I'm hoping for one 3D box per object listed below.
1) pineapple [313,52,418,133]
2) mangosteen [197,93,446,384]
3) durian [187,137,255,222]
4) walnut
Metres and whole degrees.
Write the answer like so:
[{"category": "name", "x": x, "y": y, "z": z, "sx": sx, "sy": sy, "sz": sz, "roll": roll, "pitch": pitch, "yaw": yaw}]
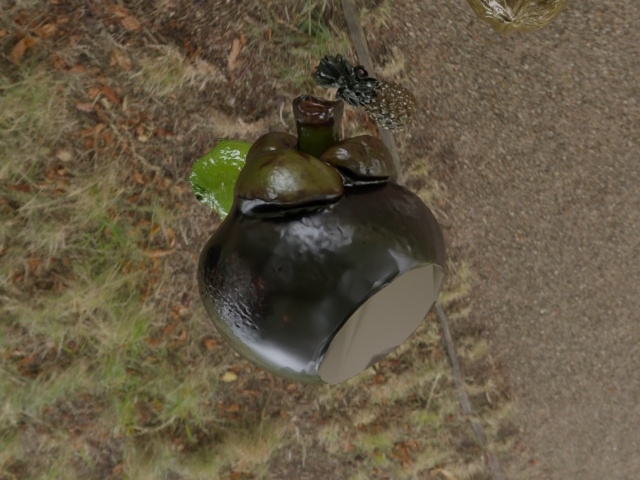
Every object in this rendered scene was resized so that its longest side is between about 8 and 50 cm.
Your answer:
[{"category": "pineapple", "x": 0.065, "y": -0.220, "z": 1.030, "sx": 0.159, "sy": 0.074, "sz": 0.074, "roll": 28, "pitch": 112, "yaw": -12}, {"category": "mangosteen", "x": 0.002, "y": 0.004, "z": 0.732, "sx": 0.288, "sy": 0.233, "sz": 0.287, "roll": -24, "pitch": 140, "yaw": -22}, {"category": "durian", "x": -0.108, "y": -0.098, "z": 1.574, "sx": 0.340, "sy": 0.204, "sz": 0.255, "roll": 13, "pitch": 160, "yaw": 5}, {"category": "walnut", "x": 0.383, "y": -0.513, "z": 1.359, "sx": 0.228, "sy": 0.228, "sz": 0.227, "roll": 0, "pitch": 116, "yaw": -1}]
